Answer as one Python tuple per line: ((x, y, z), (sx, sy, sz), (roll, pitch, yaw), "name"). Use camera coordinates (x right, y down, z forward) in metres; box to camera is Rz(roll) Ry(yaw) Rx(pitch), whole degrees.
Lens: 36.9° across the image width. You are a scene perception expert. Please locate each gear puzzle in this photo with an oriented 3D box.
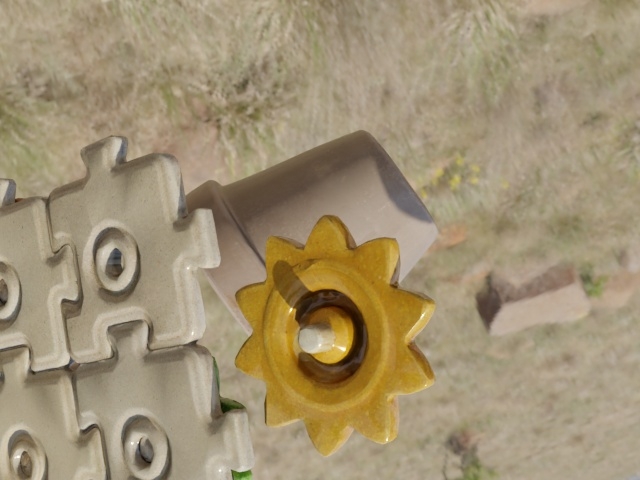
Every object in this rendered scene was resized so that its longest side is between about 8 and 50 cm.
((-0.093, 0.049, 0.430), (0.339, 0.175, 0.044), (-14, 173, 35), "gear puzzle")

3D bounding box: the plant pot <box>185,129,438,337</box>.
((0.000, 0.000, 1.073), (0.229, 0.263, 0.263), (-36, 158, 3), "plant pot")
